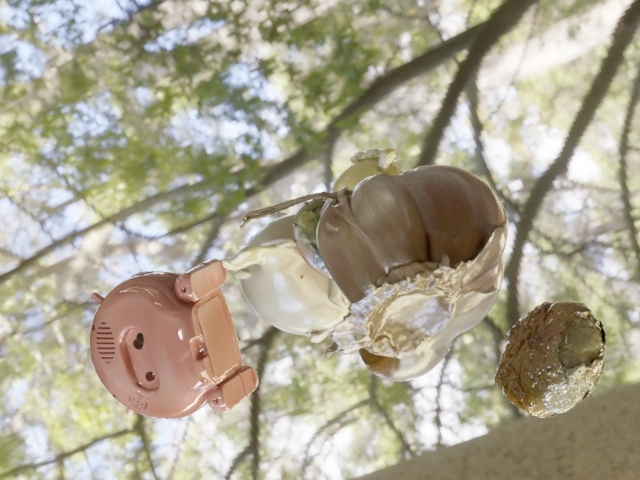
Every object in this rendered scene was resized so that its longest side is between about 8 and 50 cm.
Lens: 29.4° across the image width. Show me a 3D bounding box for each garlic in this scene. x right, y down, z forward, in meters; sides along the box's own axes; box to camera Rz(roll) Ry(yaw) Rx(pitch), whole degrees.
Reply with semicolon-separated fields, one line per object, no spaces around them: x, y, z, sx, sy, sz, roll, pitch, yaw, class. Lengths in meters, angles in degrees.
0.035;0.025;1.098;0.207;0.257;0.207;11;-90;-84;garlic

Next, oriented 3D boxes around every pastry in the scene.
0.279;0.142;1.480;0.081;0.153;0.153;27;-142;-18;pastry

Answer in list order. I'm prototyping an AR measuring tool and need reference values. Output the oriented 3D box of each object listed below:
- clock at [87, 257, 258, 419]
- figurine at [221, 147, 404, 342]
-0.245;0.159;1.813;0.142;0.241;0.227;-29;-74;-63;clock
0.000;0.000;1.798;0.274;0.394;0.226;-7;-113;-36;figurine
